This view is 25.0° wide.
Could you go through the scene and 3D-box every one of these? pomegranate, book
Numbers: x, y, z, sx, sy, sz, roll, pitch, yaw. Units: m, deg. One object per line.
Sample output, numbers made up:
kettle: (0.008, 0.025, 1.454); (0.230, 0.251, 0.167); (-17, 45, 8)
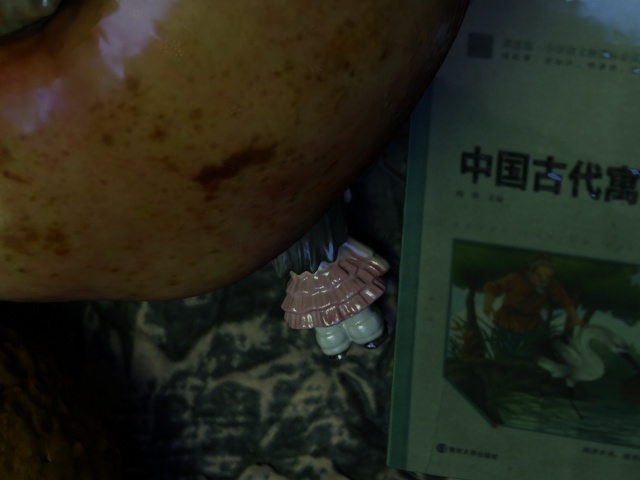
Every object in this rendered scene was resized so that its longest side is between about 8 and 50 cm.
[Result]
pomegranate: (-0.106, -0.125, 0.550); (0.338, 0.338, 0.338); (5, 115, 11)
book: (0.143, 0.011, 0.720); (0.215, 0.025, 0.282); (6, 117, 11)

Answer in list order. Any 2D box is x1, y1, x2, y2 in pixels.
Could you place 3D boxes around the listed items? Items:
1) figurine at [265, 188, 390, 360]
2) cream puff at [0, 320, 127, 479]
figurine: (0.000, 0.000, 0.730); (0.072, 0.054, 0.129); (-18, 111, 15)
cream puff: (-0.246, 0.156, 0.772); (0.303, 0.212, 0.303); (1, 115, 1)
